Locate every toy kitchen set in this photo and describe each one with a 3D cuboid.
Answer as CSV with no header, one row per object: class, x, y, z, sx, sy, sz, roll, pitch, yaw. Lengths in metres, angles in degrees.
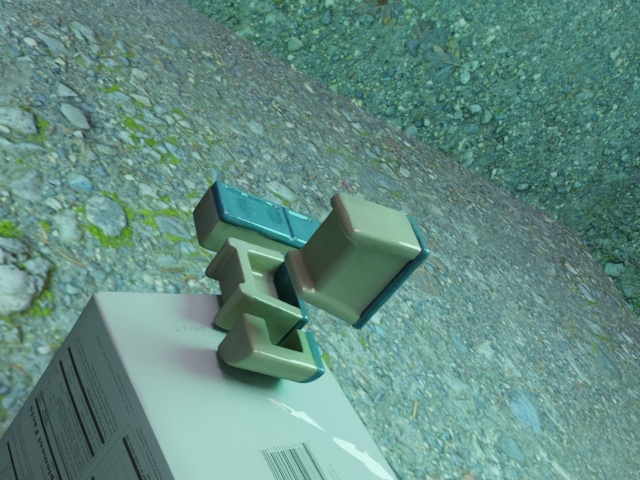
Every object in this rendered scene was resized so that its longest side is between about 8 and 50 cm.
toy kitchen set,0.000,0.000,0.579,0.122,0.166,0.207,21,30,-33

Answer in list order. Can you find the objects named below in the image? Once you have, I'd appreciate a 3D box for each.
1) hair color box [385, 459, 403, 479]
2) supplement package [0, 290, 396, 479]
hair color box,0.074,0.371,0.759,0.347,0.105,0.174,48,28,15
supplement package,-0.123,0.202,0.586,0.199,0.262,0.198,7,40,-48
